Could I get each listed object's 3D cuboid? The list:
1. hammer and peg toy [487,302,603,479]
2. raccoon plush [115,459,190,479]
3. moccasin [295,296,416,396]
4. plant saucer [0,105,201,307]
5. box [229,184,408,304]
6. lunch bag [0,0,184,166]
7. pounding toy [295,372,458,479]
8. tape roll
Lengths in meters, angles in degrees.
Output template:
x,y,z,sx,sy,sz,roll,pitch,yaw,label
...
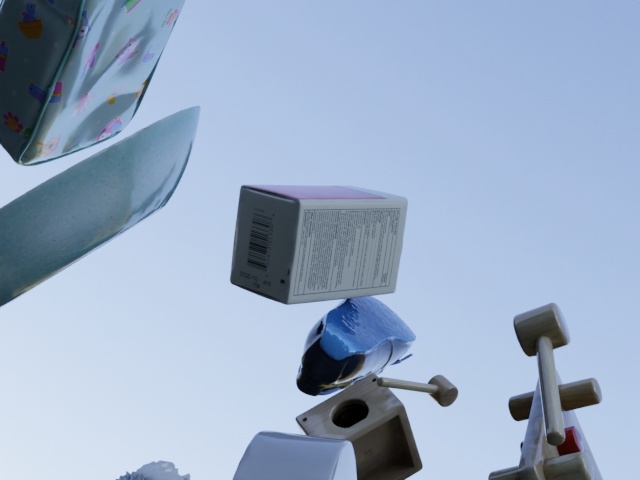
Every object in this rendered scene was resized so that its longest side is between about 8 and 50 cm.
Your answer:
x,y,z,sx,sy,sz,roll,pitch,yaw,label
0.298,0.282,1.254,0.127,0.266,0.361,-19,-75,25,hammer and peg toy
-0.255,0.513,1.184,0.216,0.446,0.299,14,-64,28,raccoon plush
0.040,0.155,1.484,0.137,0.117,0.342,42,14,19,moccasin
-0.136,-0.004,0.513,0.195,0.195,0.037,-23,-79,51,plant saucer
0.000,0.000,1.433,0.126,0.149,0.232,16,13,42,box
-0.261,-0.220,1.102,0.108,0.224,0.279,40,-55,8,lunch bag
0.077,0.231,1.328,0.094,0.206,0.181,43,-24,53,pounding toy
-0.025,0.260,0.766,0.072,0.219,0.219,6,-36,11,tape roll
